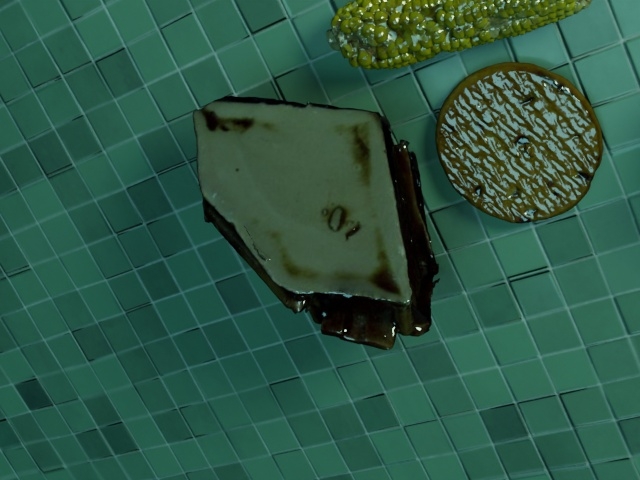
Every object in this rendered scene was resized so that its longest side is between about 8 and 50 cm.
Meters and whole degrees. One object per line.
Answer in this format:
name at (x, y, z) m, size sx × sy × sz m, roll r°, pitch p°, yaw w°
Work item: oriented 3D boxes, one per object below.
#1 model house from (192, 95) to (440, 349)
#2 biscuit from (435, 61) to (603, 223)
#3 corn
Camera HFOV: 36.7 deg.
model house at (0.000, 0.000, 1.248) m, size 0.316 × 0.297 × 0.282 m, roll 4°, pitch 160°, yaw 15°
biscuit at (0.245, -0.121, 1.204) m, size 0.212 × 0.036 × 0.212 m, roll 9°, pitch 117°, yaw 19°
corn at (0.157, -0.269, 1.136) m, size 0.319 × 0.097 × 0.097 m, roll -9°, pitch 111°, yaw 25°
